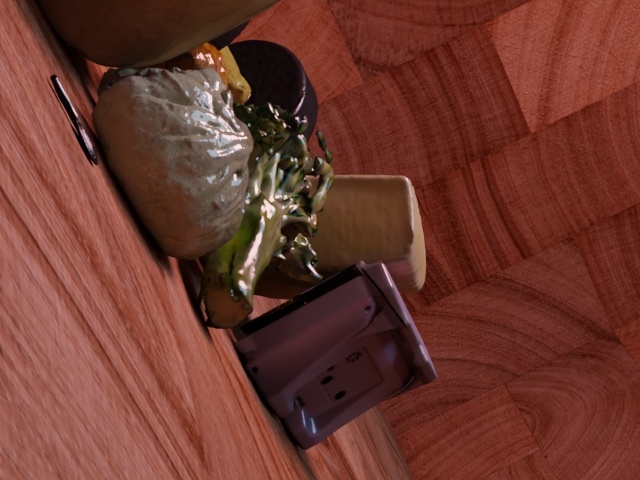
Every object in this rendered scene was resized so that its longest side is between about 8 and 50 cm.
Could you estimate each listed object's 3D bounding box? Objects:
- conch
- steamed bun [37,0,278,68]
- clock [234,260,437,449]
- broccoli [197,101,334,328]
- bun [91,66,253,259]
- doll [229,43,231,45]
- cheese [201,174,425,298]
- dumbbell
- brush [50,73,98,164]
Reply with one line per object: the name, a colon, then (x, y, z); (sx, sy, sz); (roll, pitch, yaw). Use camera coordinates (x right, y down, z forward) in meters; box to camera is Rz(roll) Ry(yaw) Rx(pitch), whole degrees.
conch: (-0.162, -0.150, 1.817); (0.093, 0.109, 0.330); (66, -17, 10)
steamed bun: (-0.130, -0.299, 1.628); (0.272, 0.290, 0.274); (32, 45, -47)
clock: (0.024, 0.136, 1.860); (0.083, 0.186, 0.253); (62, 1, 31)
broccoli: (-0.075, -0.001, 1.723); (0.198, 0.177, 0.275); (58, 25, -53)
bun: (-0.131, -0.092, 1.549); (0.212, 0.126, 0.204); (-115, 180, -45)
doll: (-0.243, -0.362, 2.465); (0.246, 0.158, 0.340); (28, 36, -27)
cheese: (0.000, 0.000, 1.958); (0.265, 0.242, 0.124); (59, 36, -78)
dumbbell: (-0.142, -0.244, 2.159); (0.204, 0.203, 0.322); (65, 3, 39)
brush: (-0.204, -0.100, 1.379); (0.024, 0.008, 0.083); (-92, 157, -78)
